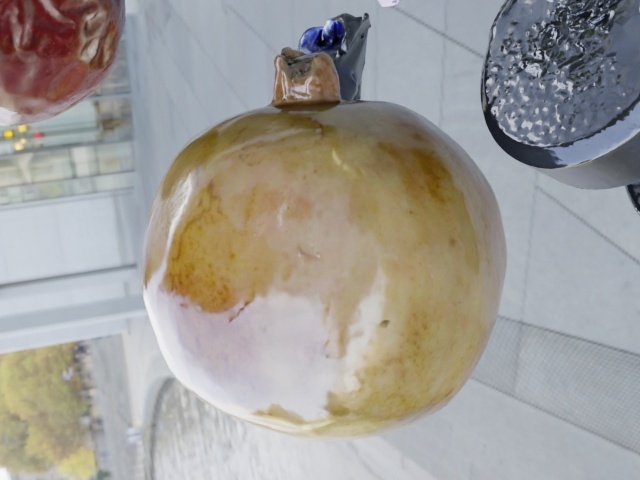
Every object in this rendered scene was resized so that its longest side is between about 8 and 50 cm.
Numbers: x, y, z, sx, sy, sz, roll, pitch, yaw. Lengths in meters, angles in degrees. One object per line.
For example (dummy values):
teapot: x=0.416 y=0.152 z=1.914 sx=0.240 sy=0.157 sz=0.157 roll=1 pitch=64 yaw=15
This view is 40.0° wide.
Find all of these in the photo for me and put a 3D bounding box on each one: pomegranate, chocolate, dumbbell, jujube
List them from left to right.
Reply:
jujube: x=-0.308 y=-0.249 z=0.793 sx=0.318 sy=0.223 sz=0.223 roll=73 pitch=178 yaw=-54
pomegranate: x=0.000 y=0.000 z=0.616 sx=0.229 sy=0.252 sz=0.270 roll=-7 pitch=-80 yaw=-69
chocolate: x=0.002 y=-0.139 z=1.029 sx=0.126 sy=0.148 sz=0.343 roll=39 pitch=158 yaw=3
dumbbell: x=0.222 y=-0.085 z=0.553 sx=0.152 sy=0.218 sz=0.152 roll=-27 pitch=53 yaw=44

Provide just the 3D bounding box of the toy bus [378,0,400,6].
toy bus: x=0.066 y=-0.357 z=1.116 sx=0.052 sy=0.037 sz=0.130 roll=12 pitch=152 yaw=52
